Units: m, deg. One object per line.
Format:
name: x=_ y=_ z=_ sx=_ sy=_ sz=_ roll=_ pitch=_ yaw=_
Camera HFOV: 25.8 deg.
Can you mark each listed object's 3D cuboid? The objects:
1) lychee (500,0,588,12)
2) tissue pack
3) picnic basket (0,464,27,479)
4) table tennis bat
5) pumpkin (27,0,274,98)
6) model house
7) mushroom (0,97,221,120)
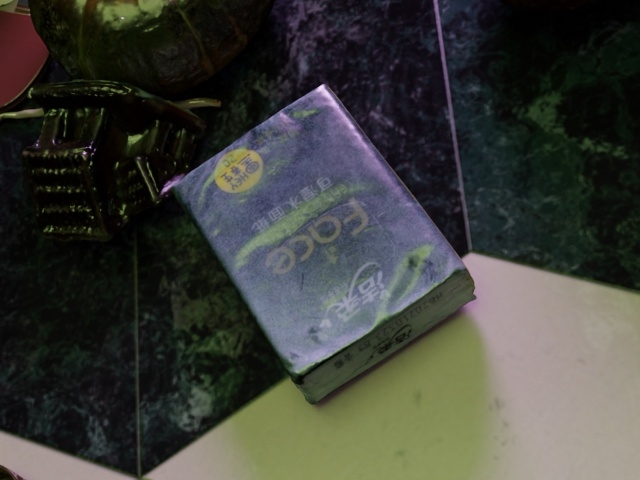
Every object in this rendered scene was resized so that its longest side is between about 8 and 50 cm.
lychee: x=0.231 y=-0.331 z=1.319 sx=0.271 sy=0.236 sz=0.236 roll=-15 pitch=58 yaw=-16
tissue pack: x=0.000 y=0.000 z=1.304 sx=0.185 sy=0.081 sz=0.257 roll=-34 pitch=58 yaw=-1
picnic basket: x=-0.308 y=0.234 z=1.282 sx=0.072 sy=0.083 sz=0.072 roll=-7 pitch=62 yaw=13
table tennis bat: x=-0.342 y=-0.233 z=1.561 sx=0.130 sy=0.019 sz=0.220 roll=13 pitch=69 yaw=27
pumpkin: x=-0.180 y=-0.271 z=1.433 sx=0.260 sy=0.189 sz=0.260 roll=-7 pitch=64 yaw=15
model house: x=-0.211 y=-0.071 z=1.390 sx=0.165 sy=0.106 sz=0.152 roll=-1 pitch=63 yaw=22
mushroom: x=-0.241 y=-0.136 z=1.483 sx=0.286 sy=0.026 sz=0.028 roll=-5 pitch=79 yaw=13
